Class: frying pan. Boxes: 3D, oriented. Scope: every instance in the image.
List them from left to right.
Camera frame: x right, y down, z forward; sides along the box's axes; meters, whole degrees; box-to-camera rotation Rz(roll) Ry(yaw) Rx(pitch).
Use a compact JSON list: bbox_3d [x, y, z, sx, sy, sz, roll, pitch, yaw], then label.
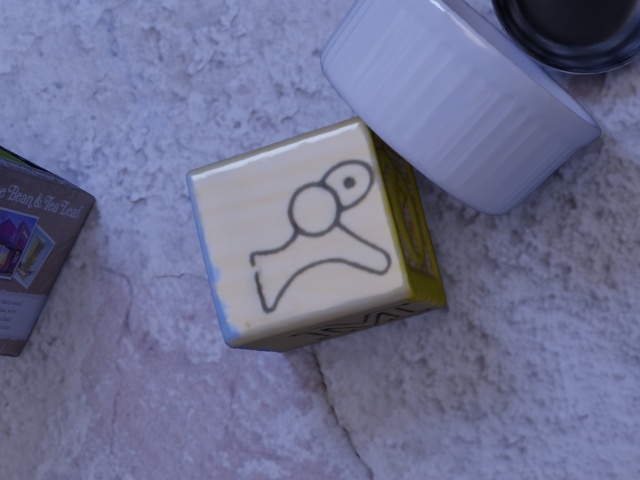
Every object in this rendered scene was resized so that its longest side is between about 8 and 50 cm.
[{"bbox_3d":[0.325,-0.298,1.415,0.326,0.053,0.197,-28,92,-1],"label":"frying pan"}]

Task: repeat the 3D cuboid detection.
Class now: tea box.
[{"bbox_3d":[-0.480,-0.042,1.492,0.323,0.329,0.220,26,91,18],"label":"tea box"}]

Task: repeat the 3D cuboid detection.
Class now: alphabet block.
[{"bbox_3d":[0.000,0.000,1.420,0.197,0.193,0.192,-16,82,14],"label":"alphabet block"}]

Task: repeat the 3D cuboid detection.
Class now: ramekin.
[{"bbox_3d":[0.130,-0.150,1.363,0.277,0.277,0.135,45,104,16],"label":"ramekin"}]
